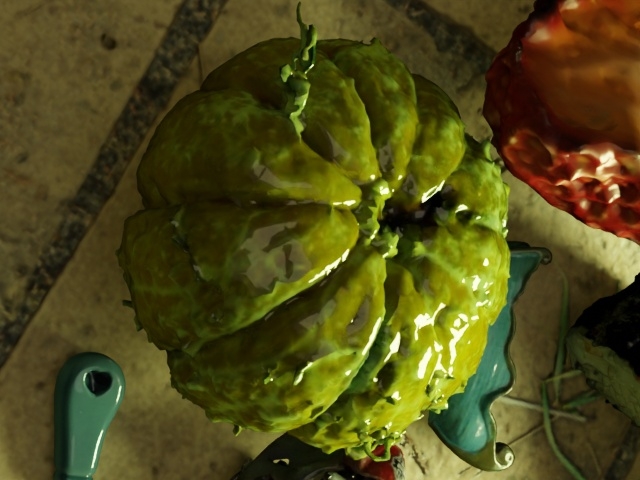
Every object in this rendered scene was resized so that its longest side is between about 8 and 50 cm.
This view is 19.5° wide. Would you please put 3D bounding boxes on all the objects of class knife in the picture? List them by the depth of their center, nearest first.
[{"bbox_3d":[-0.178,0.204,1.382,0.058,0.032,0.244,4,94,-28],"label":"knife"}]

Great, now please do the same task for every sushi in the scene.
[{"bbox_3d":[0.292,0.097,1.466,0.115,0.212,0.147,-40,132,-10],"label":"sushi"}]

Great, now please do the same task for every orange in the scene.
[{"bbox_3d":[0.000,0.000,1.346,0.301,0.223,0.300,17,79,-29],"label":"orange"}]

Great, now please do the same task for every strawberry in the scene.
[{"bbox_3d":[0.241,-0.076,1.437,0.336,0.149,0.265,4,56,-40],"label":"strawberry"}]

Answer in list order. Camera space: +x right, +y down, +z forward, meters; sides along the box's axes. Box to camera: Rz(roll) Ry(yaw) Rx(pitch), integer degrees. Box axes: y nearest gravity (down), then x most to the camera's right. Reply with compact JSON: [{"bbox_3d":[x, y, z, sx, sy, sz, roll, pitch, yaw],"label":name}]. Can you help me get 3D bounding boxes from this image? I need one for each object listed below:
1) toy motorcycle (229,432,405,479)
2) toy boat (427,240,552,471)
[{"bbox_3d":[-0.016,0.208,1.398,0.213,0.122,0.082,-42,119,-14],"label":"toy motorcycle"},{"bbox_3d":[0.140,0.090,1.479,0.077,0.075,0.185,16,88,-13],"label":"toy boat"}]
